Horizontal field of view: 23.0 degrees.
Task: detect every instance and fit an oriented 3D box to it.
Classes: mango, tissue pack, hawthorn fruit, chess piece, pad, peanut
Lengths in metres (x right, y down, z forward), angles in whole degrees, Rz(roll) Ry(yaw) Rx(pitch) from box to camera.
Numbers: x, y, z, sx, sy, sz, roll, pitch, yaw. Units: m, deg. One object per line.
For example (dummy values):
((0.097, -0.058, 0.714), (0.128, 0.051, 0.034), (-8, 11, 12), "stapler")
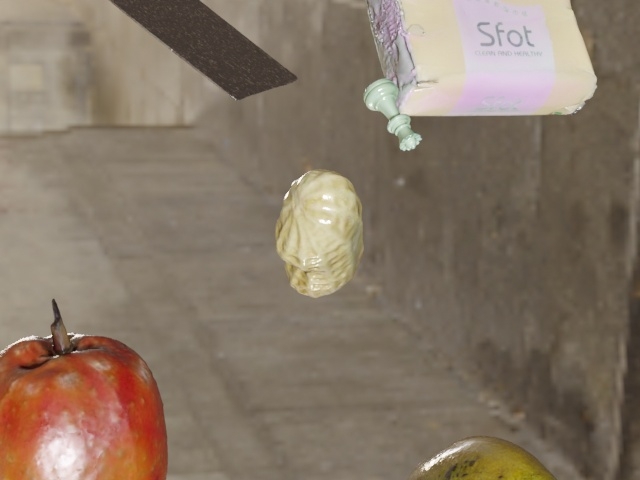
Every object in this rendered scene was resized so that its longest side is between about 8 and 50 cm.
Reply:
((0.198, 0.330, 1.910), (0.175, 0.176, 0.329), (-49, 1, -17), "mango")
((0.187, -0.254, 1.915), (0.123, 0.257, 0.215), (132, 129, -57), "tissue pack")
((-0.306, 0.210, 1.854), (0.254, 0.254, 0.300), (-123, 26, -62), "hawthorn fruit")
((0.085, -0.139, 1.801), (0.093, 0.042, 0.042), (62, 153, 30), "chess piece")
((-0.186, -0.274, 1.837), (0.004, 0.330, 0.220), (-54, -8, 20), "pad")
((0.000, 0.000, 1.598), (0.093, 0.083, 0.194), (-55, -16, -28), "peanut")
